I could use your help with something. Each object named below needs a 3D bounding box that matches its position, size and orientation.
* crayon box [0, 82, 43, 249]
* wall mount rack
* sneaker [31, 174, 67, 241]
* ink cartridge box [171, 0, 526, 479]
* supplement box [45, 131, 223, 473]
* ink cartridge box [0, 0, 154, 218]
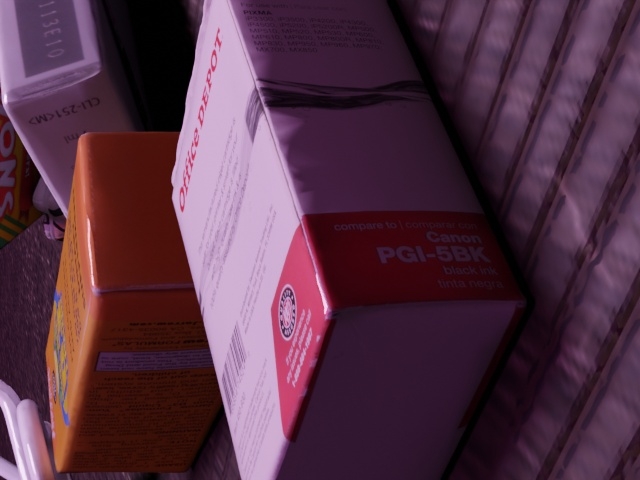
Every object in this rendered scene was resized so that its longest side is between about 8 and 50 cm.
[{"bbox_3d":[-0.239,-0.112,0.925,0.318,0.081,0.202,-67,-18,-70],"label":"crayon box"},{"bbox_3d":[-0.223,0.173,0.838,0.350,0.130,0.304,97,154,-60],"label":"wall mount rack"},{"bbox_3d":[-0.182,-0.020,0.957,0.109,0.043,0.040,90,-160,-75],"label":"sneaker"},{"bbox_3d":[0.000,0.000,0.382,0.099,0.056,0.135,108,153,-44],"label":"ink cartridge box"},{"bbox_3d":[-0.083,0.040,0.605,0.233,0.080,0.078,114,150,-59],"label":"supplement box"},{"bbox_3d":[-0.138,-0.104,0.792,0.239,0.060,0.275,71,-179,-51],"label":"ink cartridge box"}]
